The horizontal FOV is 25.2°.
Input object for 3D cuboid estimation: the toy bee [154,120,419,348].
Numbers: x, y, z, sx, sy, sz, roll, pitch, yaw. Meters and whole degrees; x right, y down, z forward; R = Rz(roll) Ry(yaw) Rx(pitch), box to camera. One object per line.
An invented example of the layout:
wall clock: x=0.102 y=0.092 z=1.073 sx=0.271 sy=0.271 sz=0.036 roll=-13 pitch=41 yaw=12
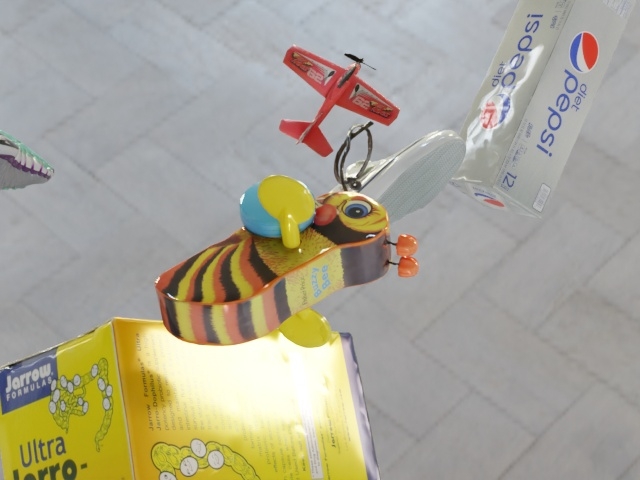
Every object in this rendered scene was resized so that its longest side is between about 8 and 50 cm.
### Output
toy bee: x=0.000 y=0.000 z=1.312 sx=0.162 sy=0.195 sz=0.298 roll=26 pitch=71 yaw=34

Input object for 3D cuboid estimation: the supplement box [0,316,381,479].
supplement box: x=-0.131 y=0.205 z=1.491 sx=0.357 sy=0.194 sz=0.195 roll=8 pitch=66 yaw=-48

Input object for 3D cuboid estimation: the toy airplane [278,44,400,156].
toy airplane: x=0.012 y=-0.155 z=1.637 sx=0.151 sy=0.028 sz=0.151 roll=4 pitch=64 yaw=-8

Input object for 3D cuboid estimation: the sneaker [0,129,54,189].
sneaker: x=-0.444 y=-0.097 z=1.965 sx=0.083 sy=0.224 sz=0.098 roll=37 pitch=89 yaw=14

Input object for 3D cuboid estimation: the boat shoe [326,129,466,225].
boat shoe: x=0.052 y=-0.054 z=1.546 sx=0.226 sy=0.083 sz=0.076 roll=-38 pitch=54 yaw=-10

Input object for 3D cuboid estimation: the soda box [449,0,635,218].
soda box: x=0.251 y=-0.174 z=1.652 sx=0.098 sy=0.091 sz=0.286 roll=13 pitch=77 yaw=54
